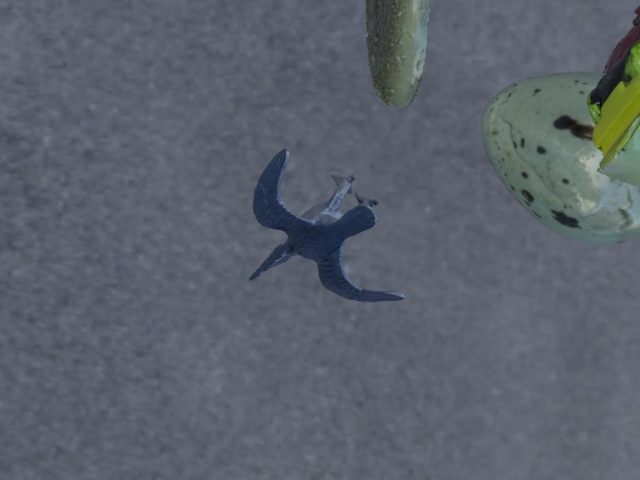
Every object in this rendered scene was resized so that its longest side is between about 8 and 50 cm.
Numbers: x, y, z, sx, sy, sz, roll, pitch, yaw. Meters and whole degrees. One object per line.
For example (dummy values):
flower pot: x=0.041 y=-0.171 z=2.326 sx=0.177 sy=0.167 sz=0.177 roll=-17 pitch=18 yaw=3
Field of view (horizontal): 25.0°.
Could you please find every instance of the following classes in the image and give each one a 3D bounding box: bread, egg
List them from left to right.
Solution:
bread: x=0.077 y=-0.268 z=1.506 sx=0.040 sy=0.267 sz=0.267 roll=0 pitch=96 yaw=-6
egg: x=0.198 y=-0.065 z=1.096 sx=0.131 sy=0.164 sz=0.131 roll=18 pitch=90 yaw=-73

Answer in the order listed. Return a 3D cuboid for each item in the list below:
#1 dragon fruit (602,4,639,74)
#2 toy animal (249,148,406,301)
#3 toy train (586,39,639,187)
dragon fruit: x=0.532 y=-0.185 z=1.924 sx=0.329 sy=0.329 sz=0.329 roll=-7 pitch=99 yaw=-47
toy animal: x=0.000 y=0.000 z=1.839 sx=0.239 sy=0.255 sz=0.176 roll=43 pitch=80 yaw=-8
toy train: x=0.251 y=-0.033 z=0.738 sx=0.250 sy=0.053 sz=0.085 roll=17 pitch=43 yaw=-18
